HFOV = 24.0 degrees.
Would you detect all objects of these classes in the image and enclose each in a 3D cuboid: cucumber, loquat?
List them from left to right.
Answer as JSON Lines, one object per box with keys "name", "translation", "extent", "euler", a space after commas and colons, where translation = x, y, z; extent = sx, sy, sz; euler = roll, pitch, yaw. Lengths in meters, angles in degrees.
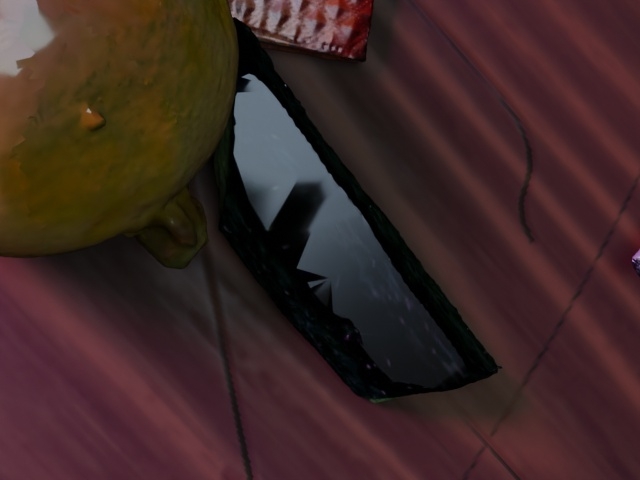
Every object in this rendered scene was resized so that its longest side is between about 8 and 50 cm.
{"name": "loquat", "translation": [-0.114, -0.070, 0.630], "extent": [0.172, 0.149, 0.204], "euler": [-46, 110, -18]}
{"name": "cucumber", "translation": [0.000, 0.000, 0.706], "extent": [0.070, 0.046, 0.220], "euler": [-38, 101, -5]}

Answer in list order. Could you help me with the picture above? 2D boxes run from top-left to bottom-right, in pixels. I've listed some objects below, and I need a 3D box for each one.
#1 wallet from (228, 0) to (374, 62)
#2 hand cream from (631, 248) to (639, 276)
{"name": "wallet", "translation": [-0.014, -0.189, 0.732], "extent": [0.103, 0.020, 0.197], "euler": [9, 84, -14]}
{"name": "hand cream", "translation": [0.262, 0.079, 0.777], "extent": [0.084, 0.050, 0.257], "euler": [-41, 91, -17]}
